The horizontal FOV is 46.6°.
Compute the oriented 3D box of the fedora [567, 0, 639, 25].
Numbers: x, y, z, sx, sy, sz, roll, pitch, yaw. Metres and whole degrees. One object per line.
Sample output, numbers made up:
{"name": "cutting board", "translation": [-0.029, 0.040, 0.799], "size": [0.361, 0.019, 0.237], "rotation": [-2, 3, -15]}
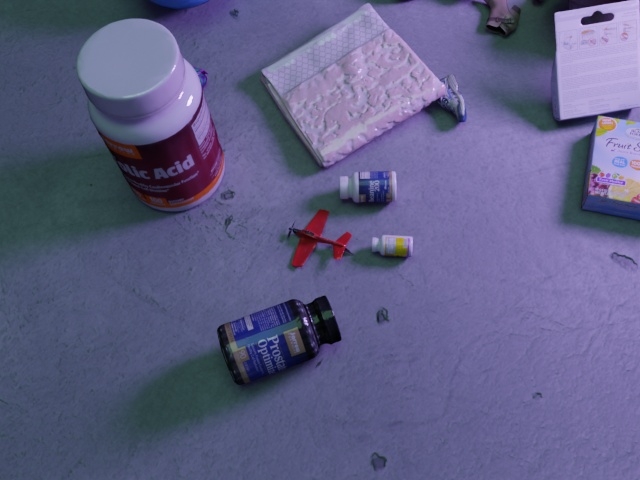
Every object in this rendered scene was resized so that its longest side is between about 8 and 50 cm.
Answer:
{"name": "fedora", "translation": [0.652, -0.541, 1.702], "size": [0.244, 0.124, 0.275], "rotation": [2, 33, 8]}

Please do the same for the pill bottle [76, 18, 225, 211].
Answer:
{"name": "pill bottle", "translation": [-0.334, -0.242, 1.504], "size": [0.224, 0.392, 0.224], "rotation": [-2, 64, 4]}

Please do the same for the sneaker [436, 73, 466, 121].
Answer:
{"name": "sneaker", "translation": [0.295, -0.317, 1.694], "size": [0.058, 0.052, 0.135], "rotation": [-18, 56, 6]}

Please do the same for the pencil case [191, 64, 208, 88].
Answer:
{"name": "pencil case", "translation": [-0.338, -0.413, 1.772], "size": [0.152, 0.064, 0.070], "rotation": [42, 98, 20]}

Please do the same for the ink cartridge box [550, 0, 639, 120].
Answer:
{"name": "ink cartridge box", "translation": [0.601, -0.392, 1.623], "size": [0.189, 0.066, 0.232], "rotation": [-9, 103, 0]}

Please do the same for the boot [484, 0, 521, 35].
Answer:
{"name": "boot", "translation": [0.425, -0.547, 1.798], "size": [0.118, 0.042, 0.087], "rotation": [31, 72, 18]}

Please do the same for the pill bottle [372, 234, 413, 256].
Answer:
{"name": "pill bottle", "translation": [0.149, 0.011, 1.539], "size": [0.083, 0.043, 0.043], "rotation": [3, 64, 6]}

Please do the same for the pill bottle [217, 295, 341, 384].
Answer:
{"name": "pill bottle", "translation": [-0.077, 0.185, 1.425], "size": [0.219, 0.123, 0.122], "rotation": [-20, 64, -5]}

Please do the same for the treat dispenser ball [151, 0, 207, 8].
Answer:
{"name": "treat dispenser ball", "translation": [-0.348, -0.711, 1.796], "size": [0.288, 0.288, 0.288], "rotation": [-2, 64, 3]}

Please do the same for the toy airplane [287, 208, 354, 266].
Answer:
{"name": "toy airplane", "translation": [0.000, 0.000, 1.563], "size": [0.151, 0.028, 0.151], "rotation": [-2, 62, 3]}

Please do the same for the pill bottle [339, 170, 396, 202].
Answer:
{"name": "pill bottle", "translation": [0.102, -0.114, 1.591], "size": [0.120, 0.067, 0.067], "rotation": [-1, 64, 4]}

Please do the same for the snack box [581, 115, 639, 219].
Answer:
{"name": "snack box", "translation": [0.656, -0.151, 1.569], "size": [0.175, 0.070, 0.207], "rotation": [11, 63, 10]}

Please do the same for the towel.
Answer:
{"name": "towel", "translation": [0.065, -0.363, 1.708], "size": [0.332, 0.053, 0.317], "rotation": [-32, 66, -4]}
